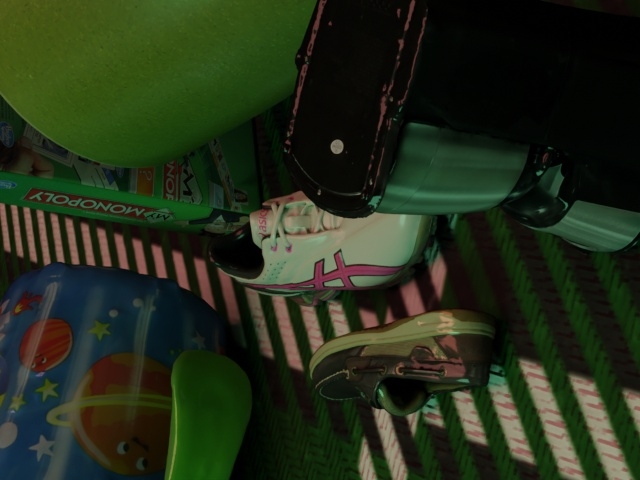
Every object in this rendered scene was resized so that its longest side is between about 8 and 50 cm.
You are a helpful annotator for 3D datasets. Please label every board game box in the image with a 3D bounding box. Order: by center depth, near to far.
[{"bbox_3d":[-0.159,-0.163,1.078,0.046,0.213,0.317,-39,50,47],"label":"board game box"}]

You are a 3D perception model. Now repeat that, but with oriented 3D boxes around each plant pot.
[{"bbox_3d":[-0.044,-0.211,0.894,0.293,0.275,0.274,-14,69,41],"label":"plant pot"}]

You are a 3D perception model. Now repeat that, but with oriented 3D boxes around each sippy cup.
[{"bbox_3d":[-0.164,0.144,1.015,0.305,0.240,0.224,-1,65,20],"label":"sippy cup"}]

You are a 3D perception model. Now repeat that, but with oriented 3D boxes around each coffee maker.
[{"bbox_3d":[0.094,-0.081,0.678,0.171,0.178,0.120,-61,38,32],"label":"coffee maker"}]

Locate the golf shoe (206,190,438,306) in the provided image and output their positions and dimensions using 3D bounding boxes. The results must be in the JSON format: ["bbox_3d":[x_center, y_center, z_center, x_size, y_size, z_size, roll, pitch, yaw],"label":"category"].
[{"bbox_3d":[0.000,0.000,0.899,0.186,0.086,0.067,-26,59,52],"label":"golf shoe"}]

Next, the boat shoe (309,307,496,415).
[{"bbox_3d":[0.043,0.078,0.835,0.152,0.056,0.049,-29,53,52],"label":"boat shoe"}]
